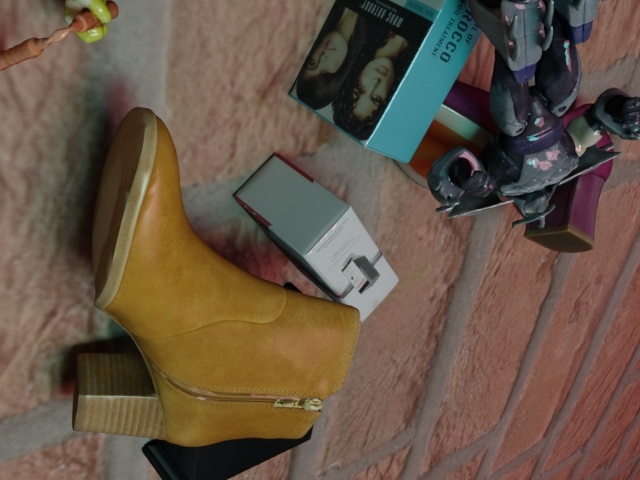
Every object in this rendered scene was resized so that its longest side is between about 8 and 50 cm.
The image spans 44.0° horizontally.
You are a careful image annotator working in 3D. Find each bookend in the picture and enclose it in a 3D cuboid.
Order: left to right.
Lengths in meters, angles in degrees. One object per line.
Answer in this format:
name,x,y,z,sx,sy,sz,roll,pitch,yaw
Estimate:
bookend,-0.079,0.141,0.747,0.157,0.072,0.156,-17,132,-35

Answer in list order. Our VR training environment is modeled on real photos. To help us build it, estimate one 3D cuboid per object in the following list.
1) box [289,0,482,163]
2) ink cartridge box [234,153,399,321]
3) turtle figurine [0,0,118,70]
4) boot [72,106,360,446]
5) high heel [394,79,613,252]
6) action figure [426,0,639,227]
box,0.077,-0.191,0.601,0.060,0.100,0.244,12,111,-49
ink cartridge box,0.000,0.000,0.685,0.056,0.099,0.135,-47,144,-6
turtle figurine,-0.070,-0.190,0.440,0.217,0.087,0.269,-20,167,-48
boot,-0.065,0.042,0.595,0.211,0.104,0.295,4,126,-21
high heel,0.183,-0.126,0.806,0.377,0.127,0.181,28,65,-46
action figure,0.161,-0.100,0.598,0.185,0.099,0.285,-29,140,-10
